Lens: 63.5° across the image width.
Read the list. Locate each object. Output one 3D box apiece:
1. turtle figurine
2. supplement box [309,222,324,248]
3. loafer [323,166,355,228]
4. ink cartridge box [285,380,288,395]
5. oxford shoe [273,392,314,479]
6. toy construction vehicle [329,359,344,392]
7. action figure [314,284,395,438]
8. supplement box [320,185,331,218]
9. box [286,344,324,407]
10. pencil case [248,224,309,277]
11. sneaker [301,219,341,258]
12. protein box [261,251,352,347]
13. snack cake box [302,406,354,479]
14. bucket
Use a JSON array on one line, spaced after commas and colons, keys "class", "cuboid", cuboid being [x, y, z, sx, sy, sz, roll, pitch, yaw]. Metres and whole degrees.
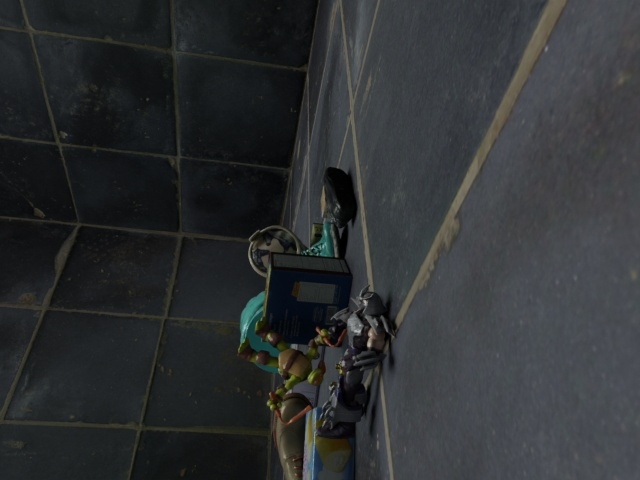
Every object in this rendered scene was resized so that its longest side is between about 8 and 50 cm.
[{"class": "turtle figurine", "cuboid": [-0.066, 0.268, 1.201, 0.269, 0.218, 0.087, -55, -17, -19]}, {"class": "supplement box", "cuboid": [0.000, 0.000, 1.660, 0.083, 0.056, 0.083, -98, 16, -61]}, {"class": "loafer", "cuboid": [0.042, -0.119, 1.369, 0.223, 0.076, 0.078, -100, 25, -51]}, {"class": "ink cartridge box", "cuboid": [-0.108, 0.619, 2.025, 0.235, 0.056, 0.170, 171, 105, -84]}, {"class": "oxford shoe", "cuboid": [-0.031, 0.536, 1.224, 0.130, 0.123, 0.347, -154, 51, -78]}, {"class": "toy construction vehicle", "cuboid": [0.043, 0.321, 1.205, 0.098, 0.035, 0.085, -144, 60, -81]}, {"class": "action figure", "cuboid": [0.062, 0.214, 0.942, 0.185, 0.099, 0.284, -95, 15, -75]}, {"class": "supplement box", "cuboid": [0.023, -0.123, 1.652, 0.098, 0.036, 0.062, -95, 12, -51]}, {"class": "box", "cuboid": [-0.046, 0.358, 1.632, 0.169, 0.087, 0.289, -110, 27, -73]}, {"class": "pencil case", "cuboid": [-0.118, 0.057, 1.694, 0.159, 0.184, 0.410, -58, -10, -4]}, {"class": "sneaker", "cuboid": [-0.003, 0.053, 1.455, 0.275, 0.110, 0.106, 105, 168, -46]}, {"class": "protein box", "cuboid": [-0.041, 0.149, 1.324, 0.136, 0.202, 0.199, -108, 25, -71]}, {"class": "snack cake box", "cuboid": [0.014, 0.499, 1.103, 0.152, 0.089, 0.264, 116, 159, -66]}, {"class": "bucket", "cuboid": [-0.150, 0.318, 1.811, 0.183, 0.282, 0.280, -150, 66, -78]}]
